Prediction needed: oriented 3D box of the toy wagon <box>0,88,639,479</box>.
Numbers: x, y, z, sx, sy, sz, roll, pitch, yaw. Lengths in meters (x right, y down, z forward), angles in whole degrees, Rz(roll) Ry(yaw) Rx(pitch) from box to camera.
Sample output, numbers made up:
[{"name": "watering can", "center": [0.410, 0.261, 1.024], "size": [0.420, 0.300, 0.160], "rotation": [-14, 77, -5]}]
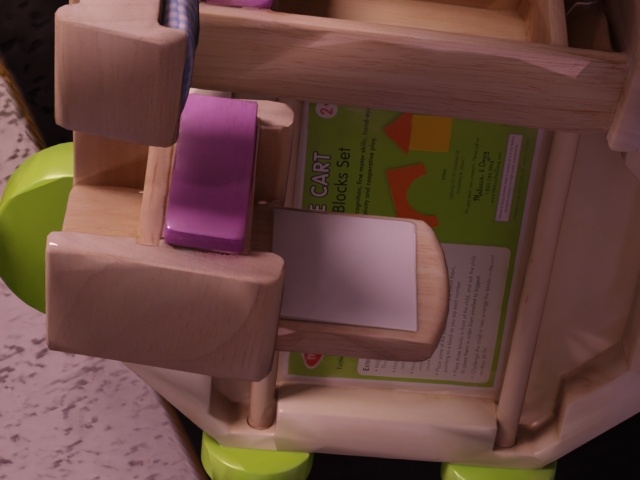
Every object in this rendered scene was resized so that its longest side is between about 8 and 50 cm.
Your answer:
[{"name": "toy wagon", "center": [0.000, 0.000, 0.753], "size": [0.345, 0.068, 0.267], "rotation": [5, 125, -2]}]

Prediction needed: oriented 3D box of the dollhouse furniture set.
[{"name": "dollhouse furniture set", "center": [0.035, -0.158, 0.505], "size": [0.198, 0.286, 0.303], "rotation": [6, 137, -4]}]
